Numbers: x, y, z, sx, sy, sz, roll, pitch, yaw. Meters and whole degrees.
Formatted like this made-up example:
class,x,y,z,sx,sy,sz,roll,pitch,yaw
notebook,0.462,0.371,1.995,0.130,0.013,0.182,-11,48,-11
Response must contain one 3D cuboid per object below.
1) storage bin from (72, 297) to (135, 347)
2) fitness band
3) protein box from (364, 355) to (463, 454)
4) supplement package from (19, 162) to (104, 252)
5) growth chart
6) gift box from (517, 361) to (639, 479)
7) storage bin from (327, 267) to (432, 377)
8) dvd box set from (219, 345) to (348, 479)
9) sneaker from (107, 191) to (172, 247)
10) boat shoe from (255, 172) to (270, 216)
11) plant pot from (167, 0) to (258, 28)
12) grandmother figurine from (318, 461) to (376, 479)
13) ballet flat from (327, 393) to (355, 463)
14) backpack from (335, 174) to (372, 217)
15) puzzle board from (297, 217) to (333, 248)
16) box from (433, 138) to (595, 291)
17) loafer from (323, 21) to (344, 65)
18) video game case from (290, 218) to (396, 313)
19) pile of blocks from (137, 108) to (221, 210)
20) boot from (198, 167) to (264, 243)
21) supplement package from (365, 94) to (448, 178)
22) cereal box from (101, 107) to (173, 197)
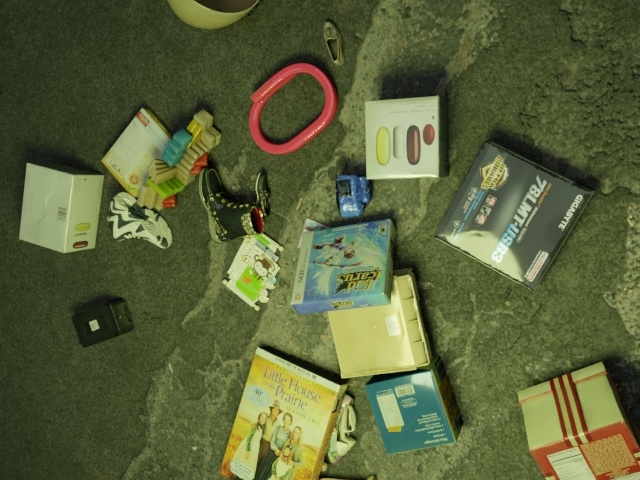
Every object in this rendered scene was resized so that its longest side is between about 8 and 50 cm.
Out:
class,x,y,z,sx,sy,sz,roll,pitch,yaw
storage bin,-0.740,0.280,2.072,0.180,0.084,0.122,-20,89,21
fitness band,-0.085,-0.379,1.764,0.291,0.054,0.209,-35,86,22
protein box,0.259,0.454,1.678,0.200,0.136,0.201,-19,89,22
supplement package,-0.868,-0.113,2.043,0.204,0.145,0.261,15,102,19
growth chart,-0.204,0.084,1.877,0.172,0.021,0.237,29,106,15
gift box,0.639,0.486,1.479,0.255,0.258,0.276,-22,108,20
storage bin,0.162,0.229,1.698,0.260,0.123,0.262,-12,91,22
dvd box set,-0.116,0.566,1.818,0.308,0.062,0.420,20,94,28
sneaker,-0.601,-0.031,1.985,0.235,0.094,0.153,37,128,-7
boat shoe,-0.169,-0.137,1.822,0.042,0.049,0.133,9,107,24
plant pot,-0.331,-0.717,1.726,0.191,0.284,0.284,-28,85,56
grandmother figurine,-0.003,0.768,1.841,0.342,0.104,0.207,-1,82,24
ballet flat,0.067,0.561,1.795,0.079,0.077,0.221,7,96,39
backpack,0.092,-0.124,1.697,0.101,0.098,0.120,0,95,17
puzzle board,0.000,0.000,1.793,0.128,0.011,0.096,23,103,18
box,0.490,-0.066,1.566,0.293,0.073,0.295,31,107,16
loafer,0.036,-0.553,1.700,0.045,0.039,0.125,-16,90,23
video game case,0.064,0.070,1.657,0.270,0.061,0.244,-9,52,24
pile of blocks,-0.424,-0.223,1.857,0.113,0.149,0.362,40,108,13
boot,-0.265,-0.113,1.825,0.179,0.085,0.236,-6,98,35
supplement package,0.229,-0.264,1.600,0.194,0.149,0.203,0,95,21
cereal box,-0.579,-0.282,1.964,0.240,0.047,0.173,-44,81,19
